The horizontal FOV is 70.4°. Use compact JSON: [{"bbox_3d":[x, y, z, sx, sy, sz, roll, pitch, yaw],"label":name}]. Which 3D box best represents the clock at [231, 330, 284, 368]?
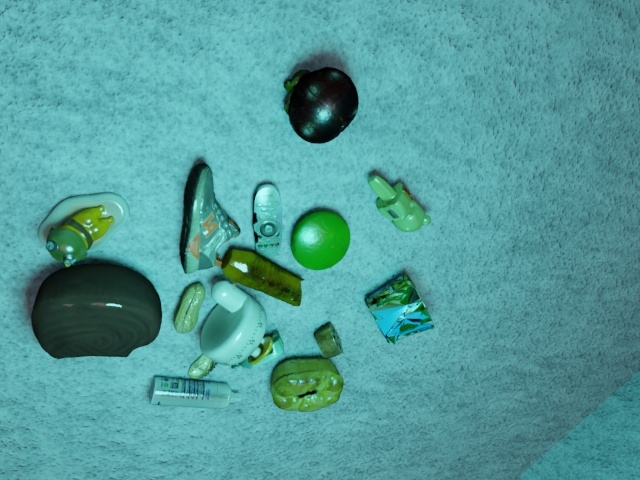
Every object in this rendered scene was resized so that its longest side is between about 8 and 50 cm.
[{"bbox_3d":[-0.217,0.378,1.542,0.189,0.148,0.060,-23,98,-6],"label":"clock"}]

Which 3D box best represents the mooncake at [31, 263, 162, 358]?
[{"bbox_3d":[-0.640,0.218,1.288,0.334,0.174,0.326,-39,130,13],"label":"mooncake"}]

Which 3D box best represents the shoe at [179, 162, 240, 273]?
[{"bbox_3d":[-0.316,-0.056,1.347,0.171,0.132,0.336,2,112,-26],"label":"shoe"}]

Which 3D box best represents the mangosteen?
[{"bbox_3d":[0.000,-0.393,1.285,0.216,0.216,0.216,-7,113,-17],"label":"mangosteen"}]

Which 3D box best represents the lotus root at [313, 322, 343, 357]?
[{"bbox_3d":[0.030,0.368,1.643,0.081,0.112,0.122,-26,118,0],"label":"lotus root"}]

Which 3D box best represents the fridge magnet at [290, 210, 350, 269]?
[{"bbox_3d":[0.000,0.000,1.499,0.208,0.088,0.207,-8,114,-18],"label":"fridge magnet"}]

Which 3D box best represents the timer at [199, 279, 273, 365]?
[{"bbox_3d":[-0.287,0.263,1.419,0.233,0.233,0.240,-46,122,2],"label":"timer"}]

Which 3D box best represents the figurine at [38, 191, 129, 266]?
[{"bbox_3d":[-0.645,-0.028,1.227,0.250,0.141,0.166,-36,117,-3],"label":"figurine"}]

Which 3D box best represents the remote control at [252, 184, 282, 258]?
[{"bbox_3d":[-0.170,-0.057,1.442,0.098,0.045,0.256,-3,115,-16],"label":"remote control"}]

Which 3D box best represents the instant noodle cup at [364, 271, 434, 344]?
[{"bbox_3d":[0.276,0.253,1.636,0.178,0.240,0.240,-28,118,1],"label":"instant noodle cup"}]

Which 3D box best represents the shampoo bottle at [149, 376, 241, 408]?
[{"bbox_3d":[-0.421,0.526,1.557,0.304,0.092,0.092,14,105,-25],"label":"shampoo bottle"}]

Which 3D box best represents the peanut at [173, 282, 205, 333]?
[{"bbox_3d":[-0.414,0.214,1.445,0.080,0.080,0.174,19,98,-25],"label":"peanut"}]

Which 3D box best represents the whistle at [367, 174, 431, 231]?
[{"bbox_3d":[0.259,-0.122,1.530,0.288,0.131,0.106,43,53,-29],"label":"whistle"}]

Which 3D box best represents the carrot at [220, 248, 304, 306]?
[{"bbox_3d":[-0.175,0.119,1.468,0.302,0.114,0.114,29,99,-30],"label":"carrot"}]

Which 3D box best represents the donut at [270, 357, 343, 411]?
[{"bbox_3d":[-0.053,0.525,1.649,0.262,0.128,0.208,7,126,-18],"label":"donut"}]

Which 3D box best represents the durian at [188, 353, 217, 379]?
[{"bbox_3d":[-0.397,0.431,1.565,0.130,0.052,0.066,-44,80,-3],"label":"durian"}]
